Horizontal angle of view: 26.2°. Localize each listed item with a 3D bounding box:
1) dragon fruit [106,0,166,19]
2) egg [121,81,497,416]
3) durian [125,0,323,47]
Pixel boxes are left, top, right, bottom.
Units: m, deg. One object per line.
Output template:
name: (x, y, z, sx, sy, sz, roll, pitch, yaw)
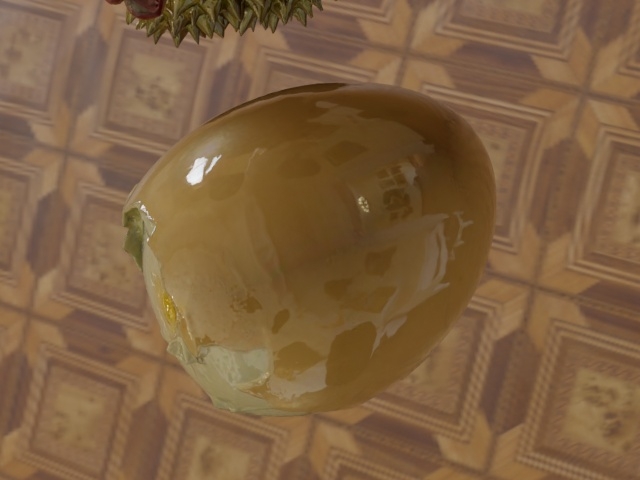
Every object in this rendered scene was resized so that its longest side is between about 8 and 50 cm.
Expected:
dragon fruit: (-0.085, -0.272, 0.832, 0.218, 0.198, 0.273, 27, 136, 11)
egg: (0.000, 0.000, 0.853, 0.244, 0.201, 0.201, -34, 71, -14)
durian: (-0.084, -0.256, 1.189, 0.306, 0.172, 0.167, -30, 72, 56)
